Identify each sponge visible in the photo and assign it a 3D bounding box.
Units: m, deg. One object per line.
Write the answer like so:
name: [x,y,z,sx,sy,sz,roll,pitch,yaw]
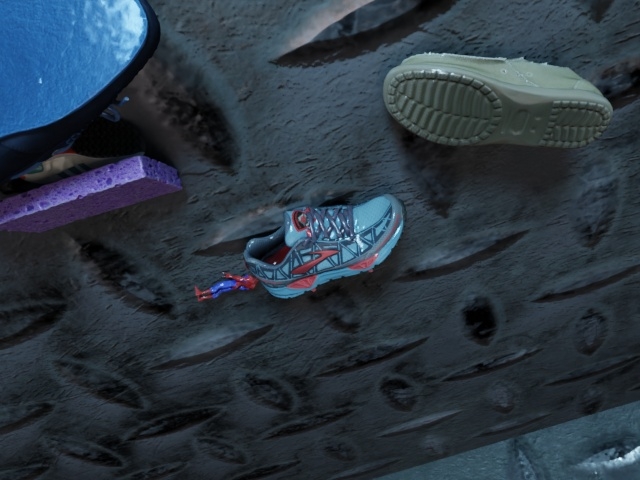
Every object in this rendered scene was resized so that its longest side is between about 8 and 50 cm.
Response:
sponge: [-0.290,-0.053,0.659,0.210,0.031,0.117,-16,178,5]

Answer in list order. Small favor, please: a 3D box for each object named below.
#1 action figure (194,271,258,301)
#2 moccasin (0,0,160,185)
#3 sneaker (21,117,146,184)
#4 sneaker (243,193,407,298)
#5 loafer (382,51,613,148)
action figure: [-0.149,0.073,0.891,0.115,0.030,0.038,-11,145,-9]
moccasin: [-0.300,-0.141,0.527,0.342,0.137,0.117,-25,-177,12]
sneaker: [-0.290,-0.100,0.647,0.162,0.057,0.075,-9,159,-9]
sneaker: [0.000,0.000,0.788,0.262,0.104,0.125,-29,135,18]
loafer: [0.209,-0.174,0.655,0.269,0.092,0.101,10,135,-2]
